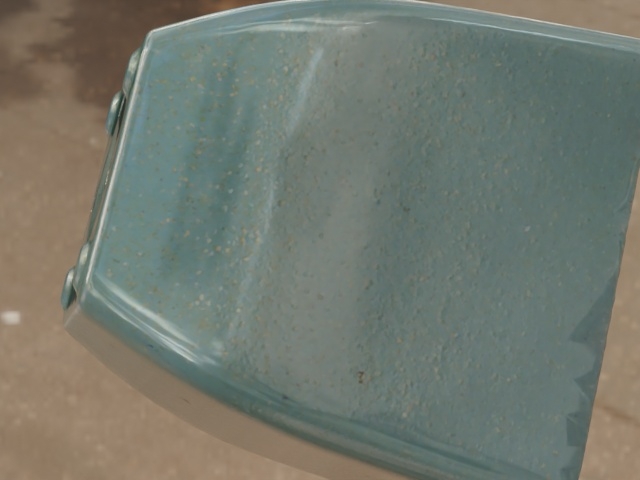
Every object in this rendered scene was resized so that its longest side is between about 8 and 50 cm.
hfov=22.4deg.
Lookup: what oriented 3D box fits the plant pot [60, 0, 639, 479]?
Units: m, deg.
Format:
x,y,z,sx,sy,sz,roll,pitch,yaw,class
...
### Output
x,y,z,sx,sy,sz,roll,pitch,yaw,class
0.000,0.000,0.871,0.252,0.247,0.248,16,-11,-10,plant pot
